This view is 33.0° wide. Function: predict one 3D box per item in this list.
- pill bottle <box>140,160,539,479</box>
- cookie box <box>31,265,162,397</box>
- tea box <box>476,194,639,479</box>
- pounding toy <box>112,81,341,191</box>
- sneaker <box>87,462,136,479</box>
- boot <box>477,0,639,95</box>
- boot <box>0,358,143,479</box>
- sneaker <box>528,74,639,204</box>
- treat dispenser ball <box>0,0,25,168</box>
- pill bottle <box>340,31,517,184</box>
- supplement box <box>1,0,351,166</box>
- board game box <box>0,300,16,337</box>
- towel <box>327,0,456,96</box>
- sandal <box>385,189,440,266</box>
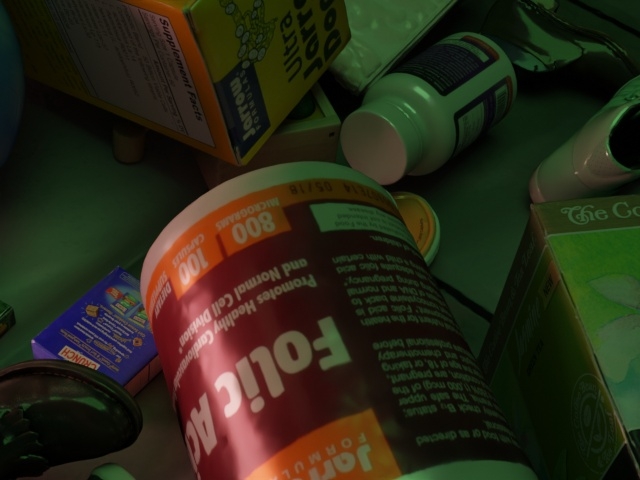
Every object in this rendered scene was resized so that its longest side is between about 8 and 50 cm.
[{"bbox_3d":[0.021,0.152,0.771,0.224,0.224,0.392,-12,52,-17],"label":"pill bottle"},{"bbox_3d":[-0.177,0.086,0.928,0.092,0.040,0.107,32,52,19],"label":"cookie box"},{"bbox_3d":[0.332,0.144,0.824,0.329,0.220,0.323,-5,49,-12],"label":"tea box"},{"bbox_3d":[-0.110,-0.135,1.096,0.206,0.094,0.181,-13,52,-18],"label":"pounding toy"},{"bbox_3d":[-0.155,0.287,0.709,0.147,0.104,0.296,-9,55,-22],"label":"sneaker"},{"bbox_3d":[0.272,-0.196,1.233,0.219,0.082,0.106,41,80,16],"label":"boot"},{"bbox_3d":[-0.262,0.189,0.721,0.263,0.091,0.229,-7,30,8],"label":"boot"},{"bbox_3d":[0.339,-0.116,1.088,0.256,0.151,0.094,-38,92,-27],"label":"sneaker"},{"bbox_3d":[-0.403,-0.139,0.932,0.288,0.288,0.288,4,48,-4],"label":"treat dispenser ball"},{"bbox_3d":[0.108,-0.131,1.098,0.108,0.108,0.193,34,45,21],"label":"pill bottle"},{"bbox_3d":[-0.178,-0.251,1.022,0.356,0.194,0.195,24,62,26],"label":"supplement box"},{"bbox_3d":[-0.389,0.115,0.884,0.136,0.030,0.260,26,51,18],"label":"board game box"},{"bbox_3d":[0.020,-0.363,1.184,0.332,0.053,0.317,43,65,0],"label":"towel"},{"bbox_3d":[0.005,0.008,0.997,0.265,0.076,0.102,-23,55,-25],"label":"sandal"}]
